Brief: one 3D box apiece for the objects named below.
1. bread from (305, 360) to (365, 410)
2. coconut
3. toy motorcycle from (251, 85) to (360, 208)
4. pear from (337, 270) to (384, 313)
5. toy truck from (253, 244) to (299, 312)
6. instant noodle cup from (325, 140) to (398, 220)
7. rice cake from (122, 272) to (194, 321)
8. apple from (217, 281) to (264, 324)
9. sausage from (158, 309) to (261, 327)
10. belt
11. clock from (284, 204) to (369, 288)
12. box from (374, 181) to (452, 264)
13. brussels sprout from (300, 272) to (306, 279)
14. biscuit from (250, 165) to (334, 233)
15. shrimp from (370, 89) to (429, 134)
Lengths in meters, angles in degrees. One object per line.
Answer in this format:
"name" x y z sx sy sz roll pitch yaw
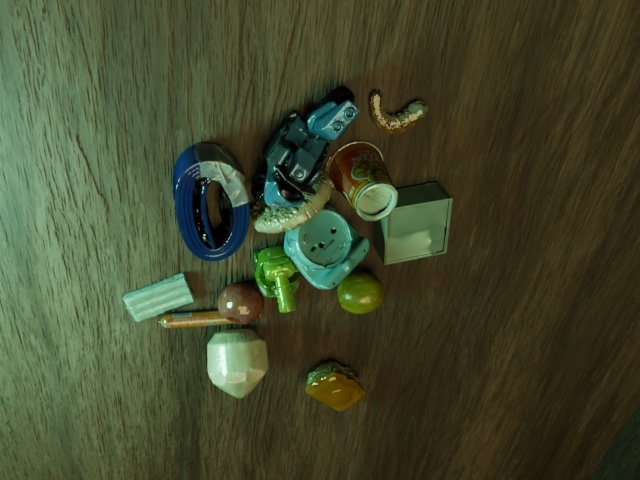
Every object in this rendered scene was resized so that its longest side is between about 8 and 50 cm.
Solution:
"bread" 0.058 0.582 2.337 0.174 0.121 0.245 -39 130 10
"coconut" -0.289 0.422 2.017 0.224 0.224 0.233 1 89 -20
"toy motorcycle" -0.041 -0.237 1.620 0.172 0.232 0.416 36 108 -32
"pear" 0.140 0.183 2.049 0.162 0.148 0.148 -11 128 -1
"toy truck" -0.133 0.114 1.882 0.148 0.210 0.186 -10 111 -10
"instant noodle cup" 0.132 -0.165 1.744 0.193 0.212 0.193 -9 128 -12
"rice cake" -0.524 0.187 1.897 0.211 0.038 0.124 -17 129 -5
"apple" -0.266 0.211 1.935 0.154 0.119 0.153 10 151 6
"sausage" -0.373 0.264 1.996 0.348 0.053 0.053 -2 126 -17
"belt" -0.315 -0.104 1.701 0.213 0.117 0.346 -7 128 -11
"clock" 0.000 0.000 1.832 0.274 0.094 0.223 47 72 -14
"box" 0.300 -0.060 1.942 0.225 0.117 0.224 -10 127 -10
"brussels sprout" -0.033 0.111 2.002 0.084 0.046 0.051 17 125 -29
"biscuit" -0.083 -0.100 1.741 0.281 0.179 0.084 -31 129 5
"shrimp" 0.224 -0.395 1.719 0.161 0.049 0.166 -34 121 10
